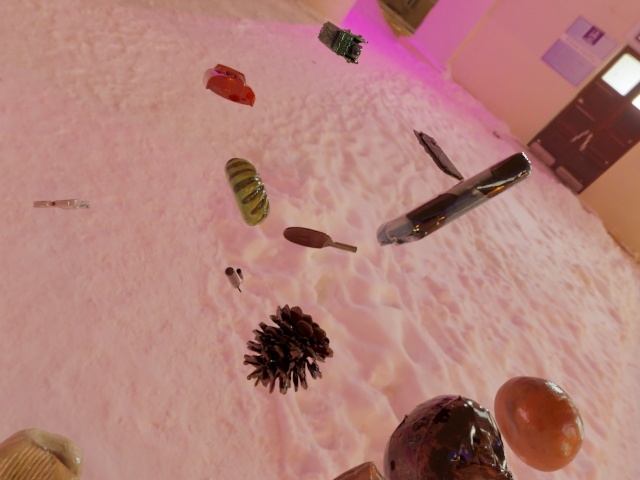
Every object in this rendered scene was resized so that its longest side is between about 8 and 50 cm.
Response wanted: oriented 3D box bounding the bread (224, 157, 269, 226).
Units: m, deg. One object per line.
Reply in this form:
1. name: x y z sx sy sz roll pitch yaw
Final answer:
1. bread: -0.146 -0.101 0.987 0.130 0.071 0.139 73 -8 -55

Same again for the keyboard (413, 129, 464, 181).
1. keyboard: 0.255 -0.184 1.039 0.074 0.015 0.197 18 32 -22

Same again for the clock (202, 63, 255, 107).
1. clock: -0.212 -0.365 1.134 0.113 0.061 0.155 17 20 -24

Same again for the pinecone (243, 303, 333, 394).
1. pinecone: -0.103 0.334 1.425 0.264 0.264 0.264 29 31 -19

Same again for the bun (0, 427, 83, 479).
1. bun: -0.679 0.554 1.135 0.229 0.145 0.230 6 75 -24

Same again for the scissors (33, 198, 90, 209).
1. scissors: -0.737 -0.106 1.428 0.118 0.031 0.242 -3 4 -4

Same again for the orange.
1. orange: 0.556 0.457 1.236 0.171 0.240 0.240 -14 50 -12

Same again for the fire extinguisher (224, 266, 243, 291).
1. fire extinguisher: -0.262 0.114 1.497 0.035 0.173 0.049 17 70 5

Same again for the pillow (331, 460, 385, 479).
1. pillow: 0.137 0.778 1.530 0.179 0.171 0.075 48 17 -31

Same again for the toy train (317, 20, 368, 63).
1. toy train: 0.049 -0.488 1.188 0.099 0.070 0.172 18 25 -25

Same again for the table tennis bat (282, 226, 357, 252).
1. table tennis bat: 0.000 0.000 0.987 0.156 0.087 0.013 14 67 -8

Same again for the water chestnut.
1. water chestnut: 0.231 0.382 0.825 0.223 0.238 0.224 16 61 -31

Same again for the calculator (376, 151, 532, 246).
1. calculator: 0.226 -0.066 0.827 0.051 0.292 0.173 61 -8 2
